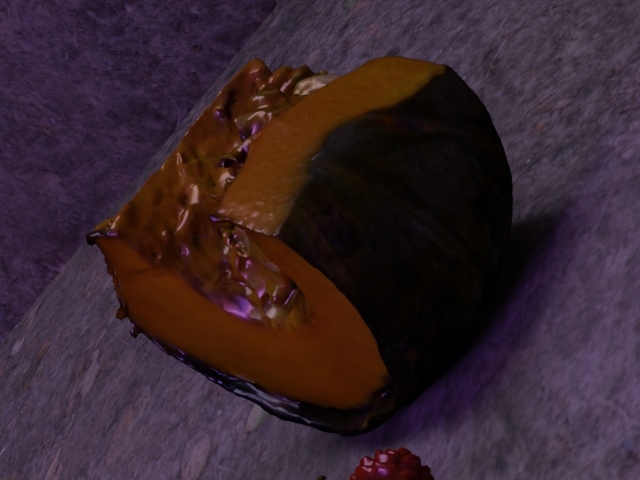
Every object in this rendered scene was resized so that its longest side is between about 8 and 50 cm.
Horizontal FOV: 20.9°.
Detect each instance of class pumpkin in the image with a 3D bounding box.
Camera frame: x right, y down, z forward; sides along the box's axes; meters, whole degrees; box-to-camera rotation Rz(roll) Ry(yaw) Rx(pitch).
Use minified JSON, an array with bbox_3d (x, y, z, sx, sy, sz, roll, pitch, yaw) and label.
[{"bbox_3d":[0.000,0.000,1.301,0.303,0.256,0.225,10,57,47],"label":"pumpkin"}]

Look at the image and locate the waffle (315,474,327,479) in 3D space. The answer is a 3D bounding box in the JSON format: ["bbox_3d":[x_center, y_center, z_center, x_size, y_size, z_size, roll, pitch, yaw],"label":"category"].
[{"bbox_3d":[-0.055,0.304,1.163,0.221,0.055,0.248,-48,16,23],"label":"waffle"}]

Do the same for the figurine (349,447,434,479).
[{"bbox_3d":[0.058,0.200,0.979,0.138,0.110,0.245,-47,17,-12],"label":"figurine"}]
